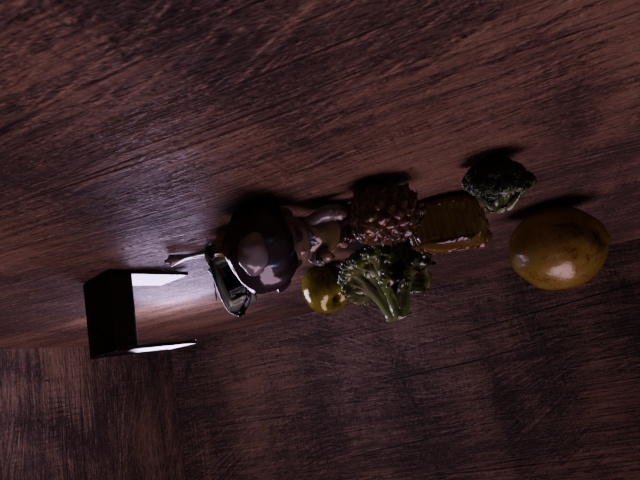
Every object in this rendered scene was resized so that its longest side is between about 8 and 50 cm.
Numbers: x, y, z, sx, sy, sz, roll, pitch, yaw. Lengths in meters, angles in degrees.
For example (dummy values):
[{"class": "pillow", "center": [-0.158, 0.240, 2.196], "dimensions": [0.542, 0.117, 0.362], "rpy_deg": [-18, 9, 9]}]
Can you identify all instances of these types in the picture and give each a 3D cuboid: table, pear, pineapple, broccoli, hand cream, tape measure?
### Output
[{"class": "table", "center": [-0.574, 0.233, 1.875], "dimensions": [0.282, 0.250, 0.196], "rpy_deg": [4, 161, -45]}, {"class": "pear", "center": [0.019, 0.185, 2.318], "dimensions": [0.197, 0.197, 0.197], "rpy_deg": [-10, 167, -2]}, {"class": "pineapple", "center": [0.167, -0.067, 1.386], "dimensions": [0.193, 0.166, 0.166], "rpy_deg": [-6, 167, -21]}, {"class": "broccoli", "center": [0.414, -0.135, 1.353], "dimensions": [0.162, 0.138, 0.146], "rpy_deg": [-13, -154, 0]}, {"class": "hand cream", "center": [-0.377, 0.046, 1.727], "dimensions": [0.165, 0.037, 0.057], "rpy_deg": [-11, 169, -25]}, {"class": "broccoli", "center": [0.232, 0.135, 2.020], "dimensions": [0.348, 0.281, 0.293], "rpy_deg": [-21, 168, 4]}, {"class": "tape measure", "center": [-0.267, 0.119, 1.719], "dimensions": [0.115, 0.207, 0.235], "rpy_deg": [-22, 170, -11]}, {"class": "pear", "center": [0.809, 0.025, 2.004], "dimensions": [0.314, 0.314, 0.314], "rpy_deg": [-10, 167, -2]}]

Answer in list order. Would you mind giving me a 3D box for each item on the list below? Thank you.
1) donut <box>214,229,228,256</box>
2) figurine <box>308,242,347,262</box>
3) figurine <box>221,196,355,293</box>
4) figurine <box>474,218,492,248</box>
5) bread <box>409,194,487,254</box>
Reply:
[{"class": "donut", "center": [-0.190, 0.003, 1.560], "dimensions": [0.190, 0.074, 0.174], "rpy_deg": [-7, 177, 32]}, {"class": "figurine", "center": [0.000, 0.000, 1.652], "dimensions": [0.156, 0.131, 0.246], "rpy_deg": [27, -154, 29]}, {"class": "figurine", "center": [-0.056, 0.014, 1.408], "dimensions": [0.365, 0.206, 0.218], "rpy_deg": [-6, 140, -27]}, {"class": "figurine", "center": [0.501, -0.026, 1.917], "dimensions": [0.126, 0.114, 0.157], "rpy_deg": [-29, 179, 9]}, {"class": "bread", "center": [0.365, -0.041, 1.701], "dimensions": [0.227, 0.142, 0.253], "rpy_deg": [-16, 169, 15]}]
